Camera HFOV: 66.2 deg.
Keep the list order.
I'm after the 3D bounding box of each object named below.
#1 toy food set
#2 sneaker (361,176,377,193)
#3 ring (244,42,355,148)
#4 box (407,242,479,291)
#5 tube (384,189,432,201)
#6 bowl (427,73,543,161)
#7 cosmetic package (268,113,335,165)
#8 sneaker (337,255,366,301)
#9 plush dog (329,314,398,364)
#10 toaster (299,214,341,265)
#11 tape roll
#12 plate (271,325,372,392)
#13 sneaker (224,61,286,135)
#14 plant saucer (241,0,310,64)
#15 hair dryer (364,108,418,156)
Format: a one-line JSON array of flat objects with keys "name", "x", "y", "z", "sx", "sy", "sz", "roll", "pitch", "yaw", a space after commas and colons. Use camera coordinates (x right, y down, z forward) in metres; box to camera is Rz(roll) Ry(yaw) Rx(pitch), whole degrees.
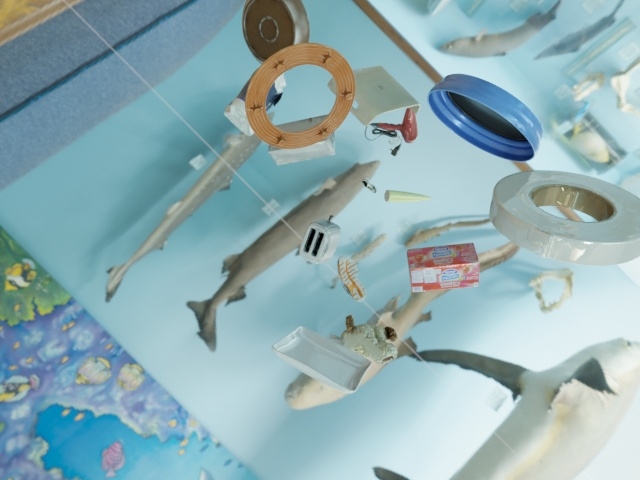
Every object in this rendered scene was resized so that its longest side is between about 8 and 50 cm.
[{"name": "toy food set", "x": 0.198, "y": -0.516, "z": 1.775, "sx": 0.306, "sy": 0.219, "sz": 0.092, "roll": -25, "pitch": 159, "yaw": -39}, {"name": "sneaker", "x": 0.209, "y": -0.234, "z": 2.132, "sx": 0.037, "sy": 0.083, "sz": 0.032, "roll": -39, "pitch": 177, "yaw": -46}, {"name": "ring", "x": -0.050, "y": -0.399, "z": 1.413, "sx": 0.337, "sy": 0.032, "sz": 0.336, "roll": -16, "pitch": 141, "yaw": -14}, {"name": "box", "x": 0.466, "y": 0.103, "z": 1.875, "sx": 0.257, "sy": 0.128, "sz": 0.122, "roll": -7, "pitch": -141, "yaw": 9}, {"name": "tube", "x": 0.437, "y": -0.214, "z": 2.442, "sx": 0.070, "sy": 0.240, "sz": 0.062, "roll": -110, "pitch": -152, "yaw": -45}, {"name": "bowl", "x": 0.525, "y": -0.391, "z": 1.569, "sx": 0.077, "sy": 0.391, "sz": 0.391, "roll": -56, "pitch": -179, "yaw": 2}, {"name": "cosmetic package", "x": -0.069, "y": -0.373, "z": 1.832, "sx": 0.238, "sy": 0.127, "sz": 0.107, "roll": -8, "pitch": 153, "yaw": 13}, {"name": "sneaker", "x": 0.115, "y": 0.158, "z": 2.043, "sx": 0.084, "sy": 0.214, "sz": 0.083, "roll": -31, "pitch": -158, "yaw": -23}, {"name": "plush dog", "x": 0.172, "y": 0.392, "z": 1.910, "sx": 0.263, "sy": 0.210, "sz": 0.225, "roll": -25, "pitch": 163, "yaw": 21}, {"name": "toaster", "x": 0.000, "y": 0.000, "z": 2.136, "sx": 0.146, "sy": 0.129, "sz": 0.226, "roll": -16, "pitch": 130, "yaw": -67}, {"name": "tape roll", "x": 0.640, "y": -0.071, "z": 1.273, "sx": 0.392, "sy": 0.392, "sz": 0.071, "roll": -46, "pitch": 146, "yaw": -47}, {"name": "plate", "x": 0.007, "y": 0.374, "z": 1.539, "sx": 0.045, "sy": 0.277, "sz": 0.278, "roll": -68, "pitch": 166, "yaw": 11}, {"name": "sneaker", "x": -0.203, "y": -0.491, "z": 1.668, "sx": 0.236, "sy": 0.130, "sz": 0.323, "roll": -50, "pitch": -168, "yaw": -6}, {"name": "plant saucer", "x": -0.178, "y": -0.774, "z": 1.796, "sx": 0.050, "sy": 0.310, "sz": 0.310, "roll": -39, "pitch": 177, "yaw": -46}, {"name": "hair dryer", "x": 0.371, "y": -0.546, "z": 2.411, "sx": 0.293, "sy": 0.224, "sz": 0.080, "roll": -44, "pitch": -157, "yaw": 41}]
